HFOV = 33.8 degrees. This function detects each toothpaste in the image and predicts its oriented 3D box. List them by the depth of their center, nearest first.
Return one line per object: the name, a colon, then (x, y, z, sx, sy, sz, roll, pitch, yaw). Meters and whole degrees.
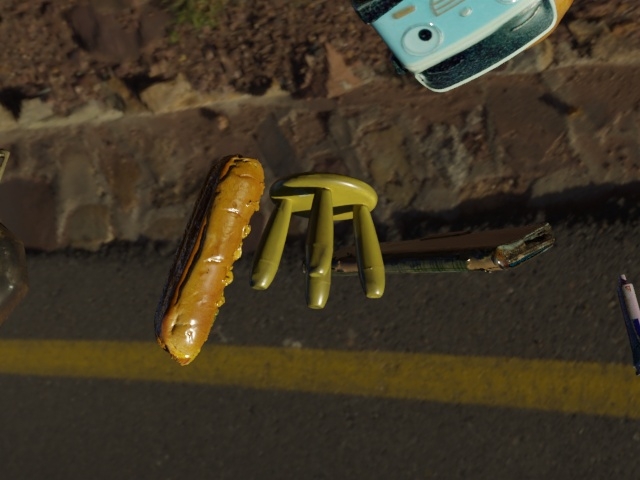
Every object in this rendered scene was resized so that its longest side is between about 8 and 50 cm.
toothpaste: (0.525, 0.139, 1.764, 0.045, 0.028, 0.170, -30, 65, 49)

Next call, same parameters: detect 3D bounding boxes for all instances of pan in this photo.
pan: (-0.365, -0.006, 1.058, 0.048, 0.128, 0.202, 126, 133, -63)

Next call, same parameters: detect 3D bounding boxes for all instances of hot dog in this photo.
hot dog: (-0.086, 0.013, 0.796, 0.045, 0.071, 0.165, 21, 83, -14)

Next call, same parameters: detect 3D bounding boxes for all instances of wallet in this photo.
wallet: (0.146, 0.020, 1.456, 0.317, 0.169, 0.044, -5, 96, 37)

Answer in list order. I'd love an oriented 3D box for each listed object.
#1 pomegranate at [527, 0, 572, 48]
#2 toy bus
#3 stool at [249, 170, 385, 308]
pomegranate: (0.186, -0.390, 1.401, 0.342, 0.342, 0.343, 14, 119, 28)
toy bus: (0.081, -0.234, 0.797, 0.133, 0.271, 0.165, -29, 135, 15)
stool: (0.000, 0.000, 1.054, 0.135, 0.111, 0.134, 5, 163, 0)
